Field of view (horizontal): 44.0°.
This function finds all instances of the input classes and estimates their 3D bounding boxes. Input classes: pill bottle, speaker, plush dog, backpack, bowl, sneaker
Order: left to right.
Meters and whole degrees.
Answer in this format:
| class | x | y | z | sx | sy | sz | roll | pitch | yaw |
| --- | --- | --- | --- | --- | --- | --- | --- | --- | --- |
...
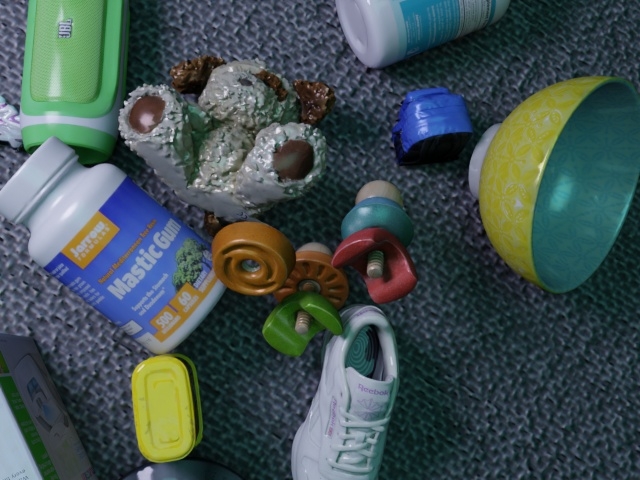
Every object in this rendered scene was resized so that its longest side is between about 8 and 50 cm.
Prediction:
| class | x | y | z | sx | sy | sz | roll | pitch | yaw |
| --- | --- | --- | --- | --- | --- | --- | --- | --- | --- |
| sneaker | -0.437 | -0.157 | 1.062 | 0.098 | 0.038 | 0.069 | 36 | 78 | 0 |
| speaker | -0.323 | -0.257 | 1.048 | 0.131 | 0.131 | 0.296 | 2 | 81 | -7 |
| pill bottle | -0.255 | 0.003 | 0.972 | 0.272 | 0.152 | 0.152 | 41 | 78 | -16 |
| plush dog | -0.106 | -0.143 | 1.048 | 0.263 | 0.210 | 0.225 | 16 | 60 | 5 |
| sneaker | 0.033 | 0.228 | 1.005 | 0.114 | 0.152 | 0.304 | 8 | 82 | -8 |
| backpack | 0.150 | -0.160 | 1.095 | 0.098 | 0.120 | 0.101 | -14 | 83 | -8 |
| pill bottle | 0.164 | -0.352 | 1.113 | 0.264 | 0.146 | 0.146 | -24 | 85 | -10 |
| bowl | 0.297 | -0.087 | 1.068 | 0.156 | 0.289 | 0.289 | 22 | 75 | 41 |

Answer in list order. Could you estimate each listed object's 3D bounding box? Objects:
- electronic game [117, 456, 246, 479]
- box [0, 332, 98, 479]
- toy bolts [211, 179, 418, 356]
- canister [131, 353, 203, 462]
| class | x | y | z | sx | sy | sz | roll | pitch | yaw |
| --- | --- | --- | --- | --- | --- | --- | --- | --- | --- |
| electronic game | -0.178 | 0.378 | 0.987 | 0.230 | 0.048 | 0.229 | -2 | 100 | -11 |
| box | -0.367 | 0.234 | 0.898 | 0.127 | 0.262 | 0.231 | -26 | 84 | -10 |
| toy bolts | 0.000 | 0.000 | 0.981 | 0.229 | 0.158 | 0.218 | -28 | 122 | 28 |
| canister | -0.187 | 0.202 | 0.971 | 0.074 | 0.170 | 0.126 | -7 | 83 | -8 |
